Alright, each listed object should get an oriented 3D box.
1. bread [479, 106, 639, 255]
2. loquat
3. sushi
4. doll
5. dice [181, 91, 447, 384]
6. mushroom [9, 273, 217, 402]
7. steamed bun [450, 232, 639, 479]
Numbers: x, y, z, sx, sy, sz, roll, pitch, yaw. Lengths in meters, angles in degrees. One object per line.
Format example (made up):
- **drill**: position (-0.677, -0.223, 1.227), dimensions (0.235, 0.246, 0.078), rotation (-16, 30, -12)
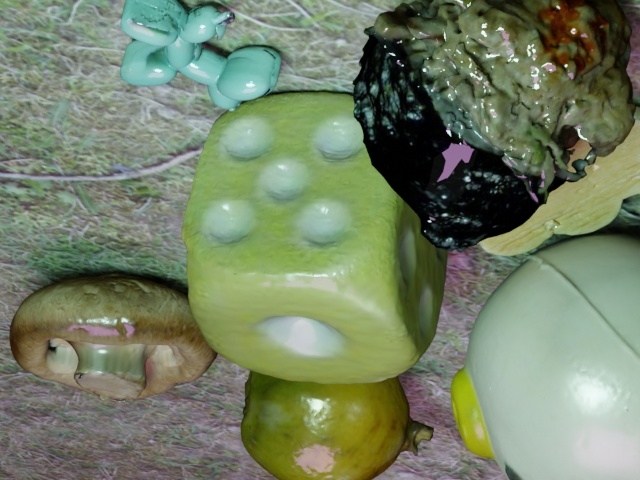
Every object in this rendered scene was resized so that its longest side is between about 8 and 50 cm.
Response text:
- **bread**: position (0.220, -0.053, 1.927), dimensions (0.251, 0.039, 0.182), rotation (-18, 149, 5)
- **loquat**: position (0.023, 0.221, 2.424), dimensions (0.246, 0.213, 0.213), rotation (13, 152, -2)
- **sushi**: position (0.162, -0.132, 1.715), dimensions (0.238, 0.225, 0.219), rotation (-6, 161, -46)
- **doll**: position (-0.118, -0.179, 1.894), dimensions (0.159, 0.059, 0.159), rotation (10, 150, 6)
- **dice**: position (0.000, 0.000, 1.991), dimensions (0.227, 0.233, 0.238), rotation (2, 151, 16)
- **mushroom**: position (-0.256, 0.124, 2.417), dimensions (0.278, 0.146, 0.278), rotation (1, 155, 1)
- **steamed bun**: position (0.311, 0.152, 2.039), dimensions (0.334, 0.334, 0.374), rotation (7, 173, 10)
